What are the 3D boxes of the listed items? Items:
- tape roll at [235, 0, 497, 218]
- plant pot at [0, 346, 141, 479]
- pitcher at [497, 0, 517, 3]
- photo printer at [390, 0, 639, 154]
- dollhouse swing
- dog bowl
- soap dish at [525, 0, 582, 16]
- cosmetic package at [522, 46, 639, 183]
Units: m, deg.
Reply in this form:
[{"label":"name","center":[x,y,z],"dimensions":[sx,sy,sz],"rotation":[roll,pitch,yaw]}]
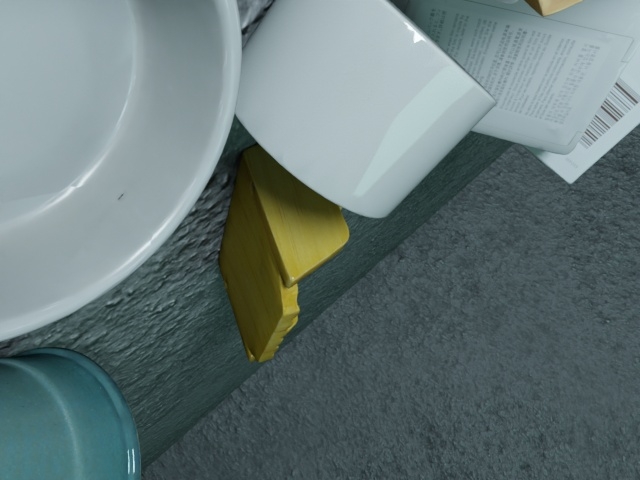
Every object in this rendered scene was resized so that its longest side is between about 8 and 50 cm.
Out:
[{"label":"tape roll","center":[0.041,-0.167,0.541],"dimensions":[0.169,0.246,0.246],"rotation":[-48,164,25]},{"label":"plant pot","center":[-0.441,0.280,0.528],"dimensions":[0.341,0.341,0.334],"rotation":[-42,158,4]},{"label":"pitcher","center":[0.147,-0.348,0.499],"dimensions":[0.125,0.178,0.207],"rotation":[25,83,-56]},{"label":"photo printer","center":[0.231,-0.260,0.659],"dimensions":[0.256,0.308,0.107],"rotation":[93,18,-55]},{"label":"dollhouse swing","center":[0.000,0.000,0.900],"dimensions":[0.305,0.315,0.346],"rotation":[-11,152,-25]},{"label":"dog bowl","center":[-0.187,-0.085,0.296],"dimensions":[0.349,0.102,0.348],"rotation":[-46,157,-26]},{"label":"soap dish","center":[0.201,-0.338,0.337],"dimensions":[0.229,0.290,0.118],"rotation":[-25,-162,2]},{"label":"cosmetic package","center":[0.441,-0.314,0.942],"dimensions":[0.230,0.162,0.453],"rotation":[-49,-168,27]}]
